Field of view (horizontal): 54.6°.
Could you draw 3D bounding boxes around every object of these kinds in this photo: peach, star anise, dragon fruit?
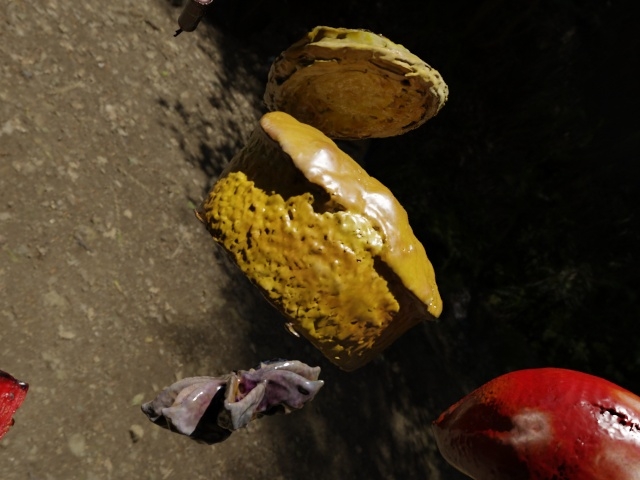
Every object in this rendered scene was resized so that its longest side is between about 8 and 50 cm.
[{"bbox_3d":[0.255,0.211,0.654,0.153,0.267,0.159,-67,154,-4],"label":"peach"},{"bbox_3d":[-0.105,0.186,0.721,0.212,0.197,0.073,-3,79,-48],"label":"star anise"},{"bbox_3d":[-0.451,0.248,0.785,0.092,0.122,0.192,27,44,-16],"label":"dragon fruit"}]

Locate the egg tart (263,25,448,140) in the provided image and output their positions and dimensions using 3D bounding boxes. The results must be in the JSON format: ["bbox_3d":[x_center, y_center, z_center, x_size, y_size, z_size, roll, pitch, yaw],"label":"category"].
[{"bbox_3d":[0.051,-0.249,0.977,0.291,0.291,0.107,30,59,-53],"label":"egg tart"}]

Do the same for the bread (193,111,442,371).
[{"bbox_3d":[0.000,0.000,0.886,0.398,0.215,0.398,46,-3,3],"label":"bread"}]

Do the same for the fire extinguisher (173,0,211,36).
[{"bbox_3d":[-0.231,-0.412,1.122,0.056,0.132,0.039,-45,101,-26],"label":"fire extinguisher"}]
